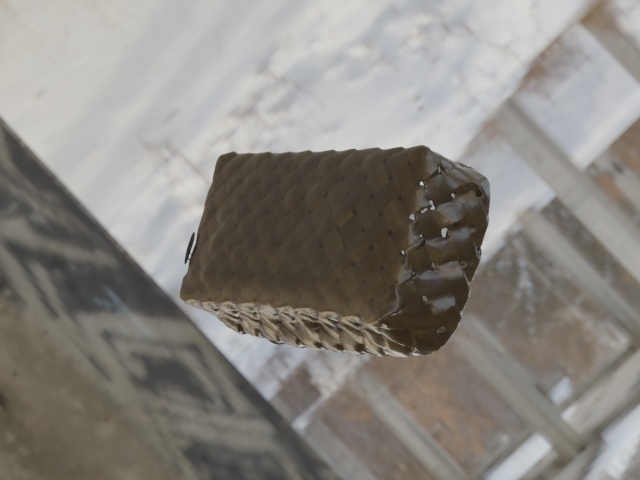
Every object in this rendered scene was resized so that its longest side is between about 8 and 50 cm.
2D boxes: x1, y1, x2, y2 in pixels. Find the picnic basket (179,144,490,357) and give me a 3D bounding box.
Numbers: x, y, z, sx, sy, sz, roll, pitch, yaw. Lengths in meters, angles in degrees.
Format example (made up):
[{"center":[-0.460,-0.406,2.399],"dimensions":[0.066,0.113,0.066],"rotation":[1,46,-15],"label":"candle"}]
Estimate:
[{"center":[0.000,0.000,0.837],"dimensions":[0.193,0.055,0.110],"rotation":[1,-108,52],"label":"picnic basket"}]
